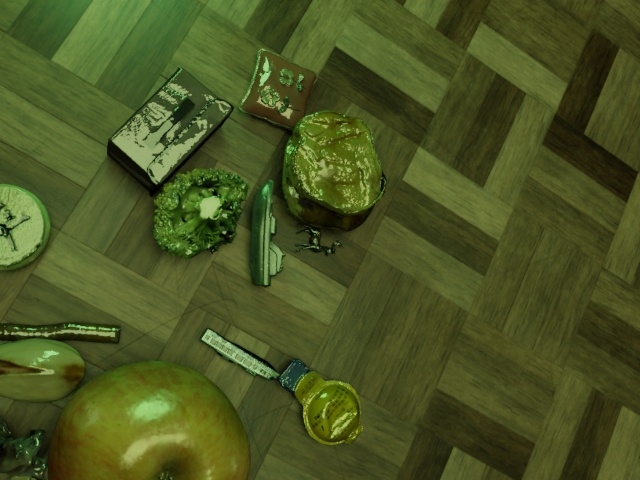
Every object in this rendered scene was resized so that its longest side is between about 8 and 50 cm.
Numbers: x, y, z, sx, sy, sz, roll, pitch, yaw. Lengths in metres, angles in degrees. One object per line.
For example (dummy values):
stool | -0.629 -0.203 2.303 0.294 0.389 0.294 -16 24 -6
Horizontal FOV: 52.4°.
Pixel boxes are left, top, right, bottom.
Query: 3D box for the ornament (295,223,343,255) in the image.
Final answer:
ornament | 0.000 0.000 1.640 0.125 0.028 0.073 6 81 -15

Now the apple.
apple | -0.337 0.434 1.304 0.391 0.346 0.392 2 85 -21

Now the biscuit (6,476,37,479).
biscuit | -0.644 0.579 1.285 0.108 0.062 0.239 48 45 -14

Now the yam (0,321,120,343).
yam | -0.603 0.197 1.407 0.326 0.045 0.045 5 113 -17

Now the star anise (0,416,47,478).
star anise | -0.626 0.399 1.274 0.198 0.257 0.111 30 68 -20

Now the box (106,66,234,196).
box | -0.348 -0.247 1.482 0.153 0.188 0.252 42 75 -11

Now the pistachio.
pistachio | -0.598 0.270 1.348 0.215 0.144 0.144 2 82 -8

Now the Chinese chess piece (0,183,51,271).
Chinese chess piece | -0.679 -0.027 1.394 0.188 0.083 0.189 2 84 -16

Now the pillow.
pillow | -0.099 -0.377 1.635 0.171 0.075 0.179 19 76 -15

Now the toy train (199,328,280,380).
toy train | -0.188 0.274 1.531 0.207 0.043 0.047 34 74 -11

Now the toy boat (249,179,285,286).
toy boat | -0.125 -0.018 1.574 0.085 0.078 0.261 1 83 0

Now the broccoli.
broccoli | -0.268 -0.068 1.487 0.226 0.176 0.198 -17 102 2

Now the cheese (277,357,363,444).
cheese | 0.005 0.387 1.564 0.250 0.064 0.156 48 69 -11

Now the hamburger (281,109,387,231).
hamburger | 0.031 -0.167 1.620 0.265 0.134 0.285 12 74 -14
